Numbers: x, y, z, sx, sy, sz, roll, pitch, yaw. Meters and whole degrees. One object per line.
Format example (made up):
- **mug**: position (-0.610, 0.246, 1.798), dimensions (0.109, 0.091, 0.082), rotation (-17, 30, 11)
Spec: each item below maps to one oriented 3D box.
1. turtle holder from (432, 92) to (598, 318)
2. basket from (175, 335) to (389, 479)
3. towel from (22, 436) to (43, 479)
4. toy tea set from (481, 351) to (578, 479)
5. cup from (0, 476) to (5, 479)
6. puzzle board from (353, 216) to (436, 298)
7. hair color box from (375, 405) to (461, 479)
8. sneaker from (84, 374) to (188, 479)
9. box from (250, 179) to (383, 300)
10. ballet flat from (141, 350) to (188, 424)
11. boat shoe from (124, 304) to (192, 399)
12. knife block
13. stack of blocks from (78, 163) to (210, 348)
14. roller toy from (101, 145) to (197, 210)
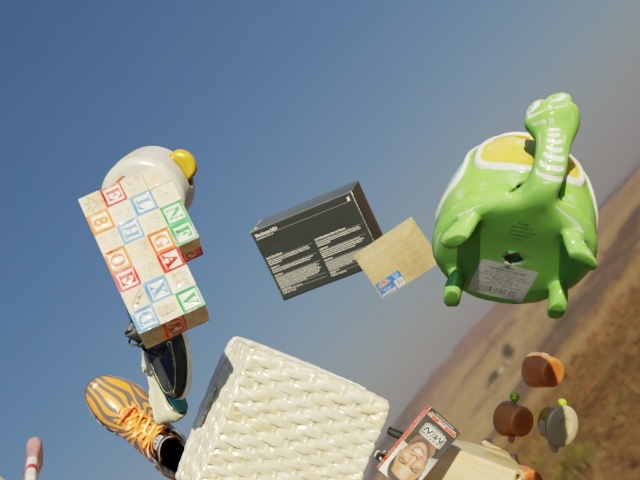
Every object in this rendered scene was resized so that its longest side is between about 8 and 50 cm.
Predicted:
- **turtle holder**: position (0.279, -0.056, 1.495), dimensions (0.320, 0.243, 0.227), rotation (60, -147, -44)
- **basket**: position (-0.075, 0.402, 2.045), dimensions (0.266, 0.331, 0.328), rotation (172, 120, -77)
- **towel**: position (-0.507, 0.531, 1.764), dimensions (0.329, 0.037, 0.237), rotation (-117, 37, -62)
- **toy tea set**: position (0.405, 0.390, 2.095), dimensions (0.336, 0.200, 0.124), rotation (-54, 23, -18)
- **cup**: position (-0.800, 0.641, 2.096), dimensions (0.331, 0.331, 0.237), rotation (-55, 8, 24)
- **puzzle board**: position (0.137, 0.032, 1.827), dimensions (0.128, 0.096, 0.011), rotation (-34, 3, 14)
- **hair color box**: position (0.168, 0.359, 1.752), dimensions (0.141, 0.072, 0.043), rotation (-50, -1, -8)
- **sneaker**: position (-0.383, 0.414, 2.271), dimensions (0.125, 0.321, 0.180), rotation (-52, 9, -15)
- **box**: position (0.000, 0.000, 2.343), dimensions (0.261, 0.184, 0.103), rotation (-21, 15, 18)
- **ballet flat**: position (-0.358, 0.297, 2.259), dimensions (0.086, 0.248, 0.086), rotation (-12, -36, -9)
- **boat shoe**: position (-0.360, 0.172, 2.134), dimensions (0.113, 0.340, 0.127), rotation (-5, -8, -43)
- **knife block**: position (0.223, 0.410, 1.851), dimensions (0.275, 0.242, 0.088), rotation (41, -120, -89)
- **stack of blocks**: position (-0.304, 0.026, 1.873), dimensions (0.171, 0.297, 0.087), rotation (-24, -23, -10)
- **roller toy**: position (-0.383, -0.112, 2.296), dimensions (0.146, 0.191, 0.209), rotation (-73, -5, -70)
